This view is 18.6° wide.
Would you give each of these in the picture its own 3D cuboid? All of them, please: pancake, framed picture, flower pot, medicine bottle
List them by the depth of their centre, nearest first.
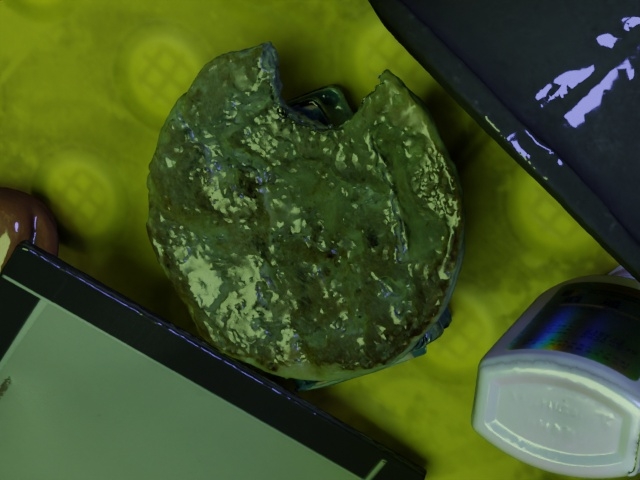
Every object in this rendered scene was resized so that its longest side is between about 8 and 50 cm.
[{"bbox_3d":[0.172,-0.112,1.201,0.269,0.269,0.166,44,98,4],"label":"flower pot"},{"bbox_3d":[0.181,0.076,1.252,0.115,0.219,0.078,12,112,20],"label":"medicine bottle"},{"bbox_3d":[-0.012,-0.014,1.342,0.253,0.037,0.254,10,113,25],"label":"pancake"},{"bbox_3d":[-0.130,0.172,1.468,0.347,0.016,0.265,29,124,-9],"label":"framed picture"}]

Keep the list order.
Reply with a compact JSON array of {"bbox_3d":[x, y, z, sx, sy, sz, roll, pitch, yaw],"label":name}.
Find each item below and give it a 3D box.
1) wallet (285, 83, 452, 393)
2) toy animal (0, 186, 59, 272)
[{"bbox_3d":[0.001,0.000,1.397,0.141,0.059,0.202,-21,97,33],"label":"wallet"},{"bbox_3d":[-0.301,-0.016,1.505,0.312,0.097,0.158,23,109,13],"label":"toy animal"}]
